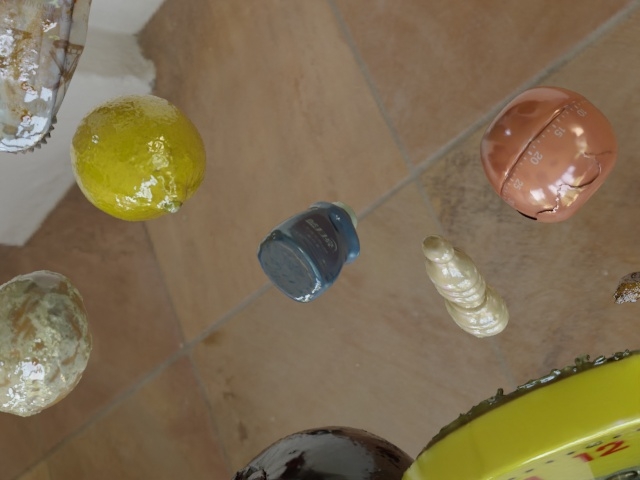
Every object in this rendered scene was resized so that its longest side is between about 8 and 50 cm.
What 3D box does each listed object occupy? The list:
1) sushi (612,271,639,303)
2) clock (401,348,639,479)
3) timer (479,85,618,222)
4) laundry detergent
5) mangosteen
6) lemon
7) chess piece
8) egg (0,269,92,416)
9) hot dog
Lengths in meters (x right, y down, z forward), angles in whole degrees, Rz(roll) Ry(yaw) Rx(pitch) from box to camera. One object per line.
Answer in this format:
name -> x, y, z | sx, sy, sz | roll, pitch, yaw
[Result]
sushi -> 0.580, 0.089, 1.585 | 0.050, 0.099, 0.047 | 31, 133, 56
clock -> 0.195, 0.150, 0.559 | 0.277, 0.293, 0.071 | -29, 56, 21
timer -> 0.406, -0.153, 1.526 | 0.215, 0.229, 0.230 | 48, 122, 16
laundry detergent -> 0.000, 0.000, 1.574 | 0.143, 0.290, 0.094 | 45, 122, 2
mangosteen -> 0.035, 0.381, 0.981 | 0.307, 0.347, 0.307 | -48, 15, 18
lemon -> -0.255, -0.116, 1.213 | 0.244, 0.186, 0.187 | 43, 119, 47
chess piece -> 0.291, 0.084, 1.793 | 0.124, 0.307, 0.139 | -24, 53, 13
egg -> -0.483, 0.170, 1.429 | 0.203, 0.203, 0.245 | 12, 83, 42
hot dog -> -0.331, -0.225, 0.933 | 0.075, 0.144, 0.268 | -130, 58, -70
